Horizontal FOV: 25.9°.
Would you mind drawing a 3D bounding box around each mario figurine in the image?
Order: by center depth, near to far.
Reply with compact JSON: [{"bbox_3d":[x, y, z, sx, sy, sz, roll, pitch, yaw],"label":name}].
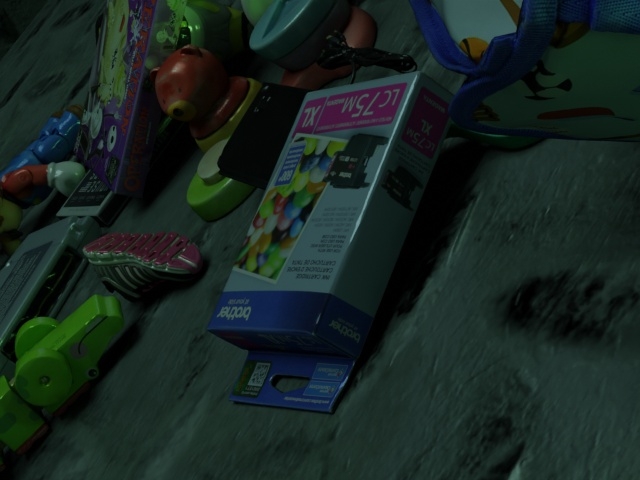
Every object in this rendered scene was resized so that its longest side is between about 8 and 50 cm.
[{"bbox_3d":[-0.465,-0.061,2.198,0.320,0.170,0.198,-48,-15,-25],"label":"mario figurine"}]

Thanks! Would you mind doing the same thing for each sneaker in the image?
[{"bbox_3d":[-0.199,0.035,1.622,0.170,0.074,0.063,3,34,34],"label":"sneaker"},{"bbox_3d":[-0.230,-0.280,2.072,0.385,0.147,0.145,10,105,60],"label":"sneaker"}]

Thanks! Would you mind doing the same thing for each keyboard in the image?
[{"bbox_3d":[0.017,-0.129,1.470,0.317,0.033,0.201,20,77,54],"label":"keyboard"}]

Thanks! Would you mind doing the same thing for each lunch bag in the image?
[{"bbox_3d":[0.229,-0.179,0.834,0.385,0.328,0.238,-105,19,-64],"label":"lunch bag"}]

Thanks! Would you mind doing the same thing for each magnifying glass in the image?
[{"bbox_3d":[0.136,-0.114,1.273,0.231,0.026,0.092,-14,48,43],"label":"magnifying glass"}]

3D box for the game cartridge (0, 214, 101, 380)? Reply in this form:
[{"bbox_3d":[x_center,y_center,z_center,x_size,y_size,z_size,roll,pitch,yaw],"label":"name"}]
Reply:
[{"bbox_3d":[-0.426,0.102,1.914,0.196,0.060,0.294,-13,41,48],"label":"game cartridge"}]

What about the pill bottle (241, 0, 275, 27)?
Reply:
[{"bbox_3d":[-0.039,-0.370,1.869,0.131,0.131,0.229,-39,25,21],"label":"pill bottle"}]

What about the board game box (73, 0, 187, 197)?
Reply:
[{"bbox_3d":[-0.255,-0.253,1.894,0.208,0.056,0.346,33,112,55],"label":"board game box"}]

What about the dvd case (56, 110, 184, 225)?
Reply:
[{"bbox_3d":[-0.282,-0.122,2.037,0.238,0.029,0.179,-55,24,-17],"label":"dvd case"}]

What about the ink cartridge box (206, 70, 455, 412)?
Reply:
[{"bbox_3d":[0.000,0.000,1.263,0.186,0.065,0.311,-2,64,56],"label":"ink cartridge box"}]

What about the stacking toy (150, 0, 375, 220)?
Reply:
[{"bbox_3d":[-0.091,-0.188,1.684,0.309,0.130,0.279,-34,27,30],"label":"stacking toy"}]

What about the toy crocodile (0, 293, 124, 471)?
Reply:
[{"bbox_3d":[-0.351,0.194,1.602,0.340,0.105,0.115,-43,23,0],"label":"toy crocodile"}]
